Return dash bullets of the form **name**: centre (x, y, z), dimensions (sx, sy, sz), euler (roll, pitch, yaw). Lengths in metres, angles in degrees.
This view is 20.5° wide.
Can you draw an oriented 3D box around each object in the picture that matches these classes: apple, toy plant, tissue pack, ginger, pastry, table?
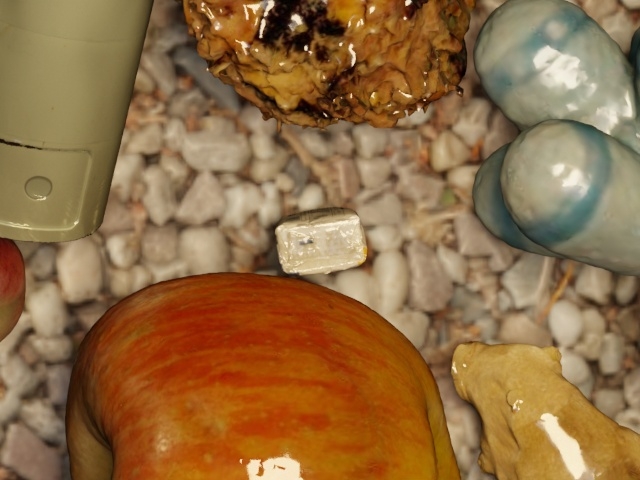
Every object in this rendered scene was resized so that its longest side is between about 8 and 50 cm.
- **apple**: centre (-0.026, 0.170, 1.166), dimensions (0.302, 0.301, 0.301), euler (0, 97, -2)
- **toy plant**: centre (0.235, -0.038, 1.189), dimensions (0.247, 0.247, 0.332), euler (-43, 89, 3)
- **tissue pack**: centre (0.000, 0.000, 1.241), dimensions (0.062, 0.083, 0.042), euler (-10, 95, -1)
- **ginger**: centre (0.224, 0.258, 1.262), dimensions (0.363, 0.122, 0.348), euler (7, 105, 7)
- **pastry**: centre (0.021, -0.196, 1.135), dimensions (0.193, 0.275, 0.274), euler (-15, 98, 32)
- **table**: centre (-0.182, -0.124, 1.174), dimensions (0.126, 0.126, 0.220), euler (14, 112, -3)

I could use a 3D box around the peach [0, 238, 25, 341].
- **peach**: centre (-0.287, 0.020, 1.212), dimensions (0.152, 0.152, 0.152), euler (0, 97, -2)
